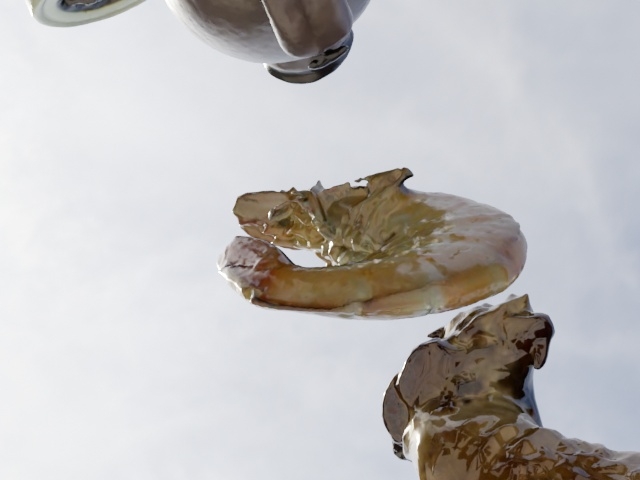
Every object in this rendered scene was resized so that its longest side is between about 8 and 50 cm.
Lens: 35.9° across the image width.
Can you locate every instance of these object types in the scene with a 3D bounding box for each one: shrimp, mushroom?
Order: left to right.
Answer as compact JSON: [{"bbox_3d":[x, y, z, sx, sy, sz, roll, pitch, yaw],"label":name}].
[{"bbox_3d":[0.002,0.007,0.370,0.162,0.095,0.045,10,-51,49],"label":"shrimp"},{"bbox_3d":[0.209,0.179,0.572,0.356,0.334,0.331,25,-53,0],"label":"mushroom"}]

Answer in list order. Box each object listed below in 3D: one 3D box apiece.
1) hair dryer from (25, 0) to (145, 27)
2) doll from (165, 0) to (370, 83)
[{"bbox_3d":[-0.108,-0.330,0.842,0.203,0.362,0.128,67,-20,3],"label":"hair dryer"},{"bbox_3d":[-0.038,-0.159,0.413,0.117,0.257,0.182,-28,-104,7],"label":"doll"}]
